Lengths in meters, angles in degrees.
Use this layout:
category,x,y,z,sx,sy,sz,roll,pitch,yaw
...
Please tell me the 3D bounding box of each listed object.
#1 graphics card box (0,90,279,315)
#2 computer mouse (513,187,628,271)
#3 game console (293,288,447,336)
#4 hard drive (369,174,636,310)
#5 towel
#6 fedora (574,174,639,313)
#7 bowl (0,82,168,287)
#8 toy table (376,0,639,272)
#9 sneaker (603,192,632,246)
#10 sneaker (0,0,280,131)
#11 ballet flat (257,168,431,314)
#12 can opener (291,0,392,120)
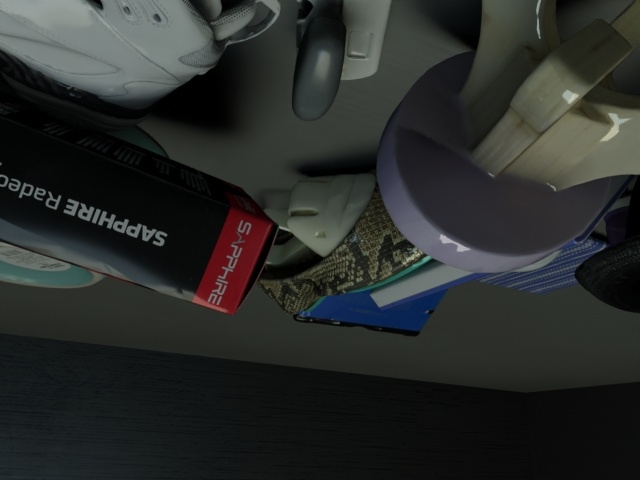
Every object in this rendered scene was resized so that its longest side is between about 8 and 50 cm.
category,x,y,z,sx,sy,sz,roll,pitch,yaw
graphics card box,-0.239,-0.061,0.492,0.371,0.094,0.233,22,-174,-20
computer mouse,0.289,-0.012,0.689,0.193,0.042,0.106,-37,-176,-17
game console,0.082,0.101,1.216,0.293,0.173,0.250,10,127,-20
hard drive,0.219,-0.015,0.696,0.210,0.040,0.319,-37,-177,-33
towel,0.374,0.029,0.994,0.336,0.040,0.243,13,155,-30
fedora,0.429,-0.027,0.567,0.335,0.152,0.334,4,159,2
bowl,-0.358,-0.041,0.709,0.312,0.163,0.311,3,159,1
toy table,0.172,-0.107,0.403,0.252,0.274,0.161,38,143,0
sneaker,0.532,0.023,0.818,0.284,0.124,0.107,9,159,-17
sneaker,-0.195,-0.193,0.335,0.210,0.137,0.366,-12,160,32
ballet flat,0.000,0.000,0.815,0.182,0.164,0.483,31,153,-14
can opener,0.020,-0.190,0.384,0.074,0.093,0.280,4,154,-2
